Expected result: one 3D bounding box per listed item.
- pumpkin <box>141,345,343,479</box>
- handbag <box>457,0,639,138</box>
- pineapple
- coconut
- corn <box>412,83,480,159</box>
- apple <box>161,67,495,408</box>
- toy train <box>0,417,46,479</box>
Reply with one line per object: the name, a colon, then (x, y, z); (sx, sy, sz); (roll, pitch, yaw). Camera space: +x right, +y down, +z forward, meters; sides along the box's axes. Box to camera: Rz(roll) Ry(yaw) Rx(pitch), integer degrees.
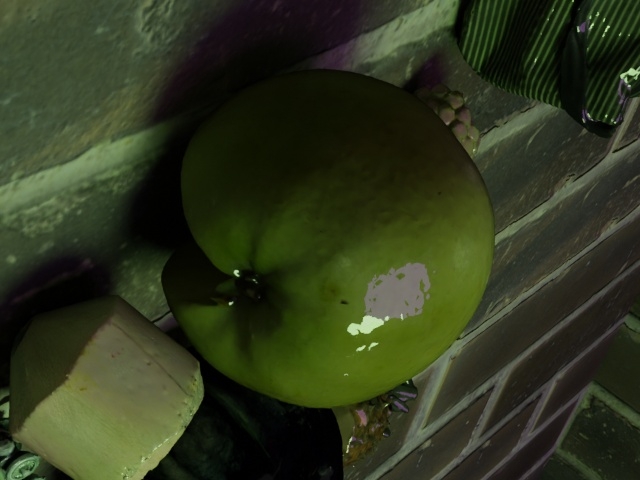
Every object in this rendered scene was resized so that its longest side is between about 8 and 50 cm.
pumpkin: (-0.088, 0.265, 1.239); (0.296, 0.296, 0.296); (-41, 154, -25)
handbag: (0.312, -0.280, 1.255); (0.247, 0.240, 0.340); (-17, 139, -47)
pineapple: (0.048, 0.199, 1.585); (0.310, 0.141, 0.170); (-5, 103, -69)
coconut: (-0.188, 0.122, 1.019); (0.147, 0.153, 0.147); (-50, -172, 10)
corn: (0.059, -0.010, 1.283); (0.335, 0.127, 0.126); (-63, 159, -16)
apple: (0.000, 0.000, 1.056); (0.254, 0.292, 0.292); (-36, 152, -50)
toy train: (-0.288, 0.235, 1.103); (0.081, 0.060, 0.202); (-32, 150, -26)
